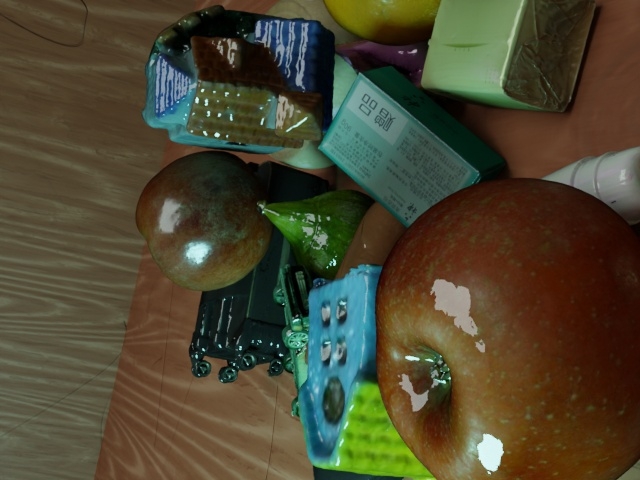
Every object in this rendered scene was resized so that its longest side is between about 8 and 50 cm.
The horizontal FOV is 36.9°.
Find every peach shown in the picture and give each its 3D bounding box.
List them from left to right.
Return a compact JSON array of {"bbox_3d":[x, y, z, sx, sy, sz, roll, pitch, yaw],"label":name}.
[{"bbox_3d":[-0.202,-0.041,1.715,0.252,0.252,0.253,-42,41,52],"label":"peach"}]

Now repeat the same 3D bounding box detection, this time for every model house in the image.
[{"bbox_3d":[-0.112,-0.264,1.550,0.329,0.294,0.252,-157,74,-69],"label":"model house"},{"bbox_3d":[0.112,0.193,1.300,0.215,0.237,0.303,152,126,-61],"label":"model house"}]

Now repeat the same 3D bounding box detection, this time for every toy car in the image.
[{"bbox_3d":[-0.018,0.189,1.652,0.141,0.097,0.321,-105,8,-47],"label":"toy car"}]

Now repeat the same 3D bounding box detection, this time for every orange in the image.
[{"bbox_3d":[0.126,-0.465,1.529,0.312,0.312,0.312,-42,41,52],"label":"orange"}]

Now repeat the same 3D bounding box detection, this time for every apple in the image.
[{"bbox_3d":[0.207,0.108,1.027,0.348,0.276,0.349,38,136,48],"label":"apple"}]

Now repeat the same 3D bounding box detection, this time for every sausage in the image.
[{"bbox_3d":[0.073,0.090,1.500,0.121,0.121,0.304,-5,58,65],"label":"sausage"}]

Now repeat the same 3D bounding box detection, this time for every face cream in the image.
[{"bbox_3d":[0.290,-0.031,1.188,0.345,0.101,0.102,-29,52,61],"label":"face cream"}]

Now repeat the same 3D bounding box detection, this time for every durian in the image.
[{"bbox_3d":[0.144,-0.270,1.605,0.186,0.153,0.261,-37,38,24],"label":"durian"}]

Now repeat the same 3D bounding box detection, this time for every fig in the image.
[{"bbox_3d":[0.000,0.000,1.643,0.203,0.235,0.203,-46,34,45],"label":"fig"}]

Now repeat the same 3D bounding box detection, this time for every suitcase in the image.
[{"bbox_3d":[-0.116,0.060,1.907,0.283,0.194,0.434,-20,59,58],"label":"suitcase"}]

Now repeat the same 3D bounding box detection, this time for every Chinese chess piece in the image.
[{"bbox_3d":[-0.017,-0.308,1.872,0.338,0.140,0.338,14,106,58],"label":"Chinese chess piece"}]

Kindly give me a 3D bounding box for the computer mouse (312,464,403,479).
[{"bbox_3d":[0.056,0.332,1.512,0.269,0.100,0.170,-60,31,33],"label":"computer mouse"}]

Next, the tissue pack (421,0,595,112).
[{"bbox_3d":[0.256,-0.273,1.355,0.234,0.125,0.159,27,103,66],"label":"tissue pack"}]

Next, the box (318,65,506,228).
[{"bbox_3d":[0.133,-0.127,1.437,0.245,0.092,0.153,43,125,17],"label":"box"}]
